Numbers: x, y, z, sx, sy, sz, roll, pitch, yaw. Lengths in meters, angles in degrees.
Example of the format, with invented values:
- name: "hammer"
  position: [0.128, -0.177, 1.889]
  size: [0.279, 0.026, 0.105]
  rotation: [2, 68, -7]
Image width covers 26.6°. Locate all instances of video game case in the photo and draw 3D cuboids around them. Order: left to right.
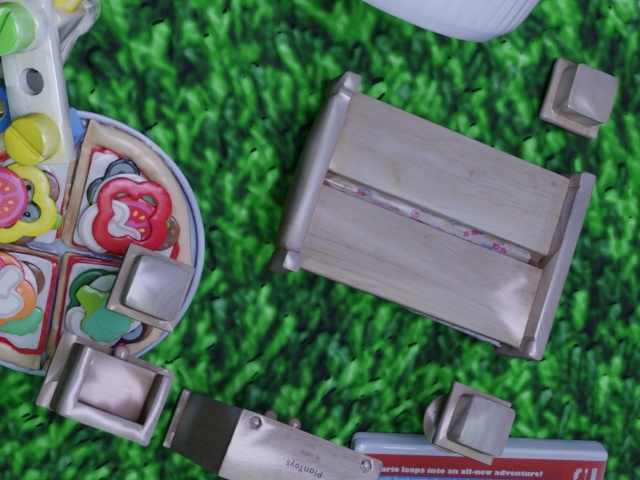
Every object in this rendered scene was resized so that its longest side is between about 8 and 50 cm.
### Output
- name: "video game case"
  position: [0.109, 0.290, 1.095]
  size: [0.204, 0.025, 0.285]
  rotation: [4, 109, -9]

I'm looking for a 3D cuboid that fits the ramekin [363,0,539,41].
- name: "ramekin"
  position: [0.060, -0.208, 0.825]
  size: [0.207, 0.207, 0.109]
  rotation: [22, 113, -15]

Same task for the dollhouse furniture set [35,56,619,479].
- name: "dollhouse furniture set"
  position: [0.000, 0.000, 0.965]
  size: [0.303, 0.174, 0.356]
  rotation: [22, 81, -16]

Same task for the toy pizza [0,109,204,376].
- name: "toy pizza"
  position: [-0.181, 0.008, 0.951]
  size: [0.201, 0.032, 0.201]
  rotation: [-3, 109, -7]

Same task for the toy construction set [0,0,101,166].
- name: "toy construction set"
  position: [-0.190, -0.226, 0.806]
  size: [0.215, 0.151, 0.328]
  rotation: [24, 97, 10]
